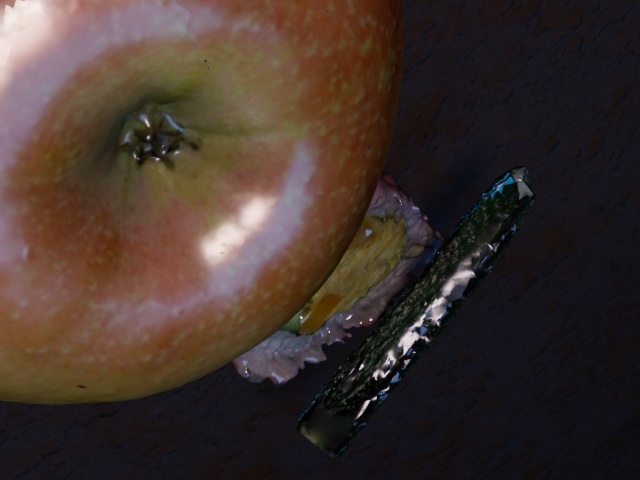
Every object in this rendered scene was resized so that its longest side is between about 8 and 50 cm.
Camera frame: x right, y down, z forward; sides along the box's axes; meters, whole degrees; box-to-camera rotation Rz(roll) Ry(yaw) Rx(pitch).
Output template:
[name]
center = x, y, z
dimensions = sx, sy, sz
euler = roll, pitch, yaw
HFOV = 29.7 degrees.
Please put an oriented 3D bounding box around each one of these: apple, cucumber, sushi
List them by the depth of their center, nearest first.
[apple]
center = -0.109, -0.079, 0.533
dimensions = 0.319, 0.277, 0.319
euler = -25, 140, -23
[sushi]
center = 0.001, -0.013, 0.855
dimensions = 0.241, 0.107, 0.161
euler = -30, 146, -33
[cucumber]
center = 0.076, 0.050, 0.884
dimensions = 0.256, 0.043, 0.044
euler = -51, 160, -4
